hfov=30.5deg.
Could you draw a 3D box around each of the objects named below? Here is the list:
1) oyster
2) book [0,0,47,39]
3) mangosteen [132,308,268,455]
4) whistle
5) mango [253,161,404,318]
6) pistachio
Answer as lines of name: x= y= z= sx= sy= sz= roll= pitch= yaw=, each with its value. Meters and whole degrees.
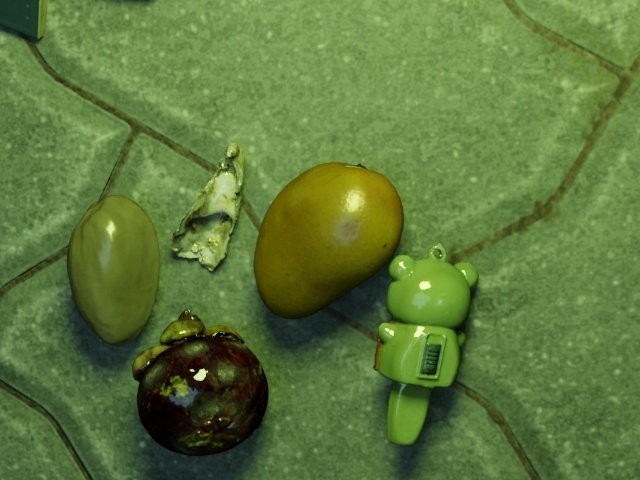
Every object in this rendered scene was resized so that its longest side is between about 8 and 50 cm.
oyster: x=-0.149 y=-0.043 z=1.714 sx=0.106 sy=0.061 sz=0.200 roll=39 pitch=112 yaw=-12
book: x=-0.518 y=-0.425 z=1.724 sx=0.269 sy=0.025 sz=0.190 roll=22 pitch=126 yaw=11
mangosteen: x=-0.178 y=0.201 z=1.707 sx=0.192 sy=0.192 sz=0.217 roll=-40 pitch=49 yaw=19
whistle: x=0.137 y=0.143 z=1.622 sx=0.131 sy=0.106 sz=0.288 roll=7 pitch=101 yaw=-18
mango: x=0.000 y=-0.007 z=1.619 sx=0.254 sy=0.139 sz=0.175 roll=-35 pitch=60 yaw=29
pistachio: x=-0.304 y=0.043 z=1.733 sx=0.136 sy=0.136 sz=0.226 roll=4 pitch=107 yaw=16
